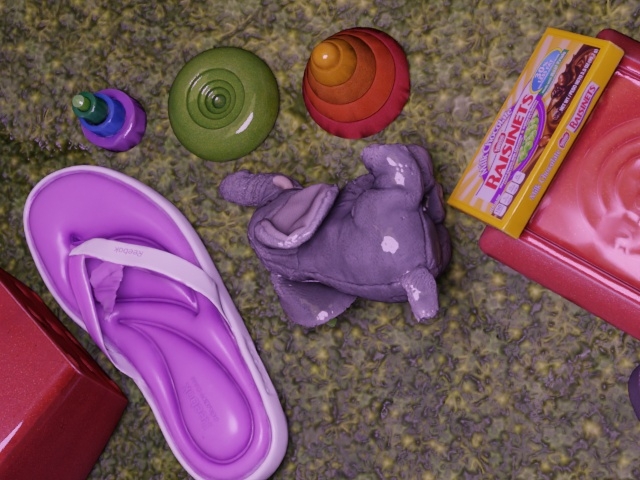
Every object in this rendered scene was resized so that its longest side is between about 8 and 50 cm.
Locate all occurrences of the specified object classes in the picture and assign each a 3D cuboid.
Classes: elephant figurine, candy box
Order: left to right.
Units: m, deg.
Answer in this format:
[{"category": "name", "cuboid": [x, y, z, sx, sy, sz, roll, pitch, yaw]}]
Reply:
[{"category": "elephant figurine", "cuboid": [0.000, 0.000, 1.297, 0.239, 0.186, 0.169, -11, 93, 16]}, {"category": "candy box", "cuboid": [0.207, -0.108, 1.281, 0.206, 0.027, 0.105, -60, 29, 1]}]

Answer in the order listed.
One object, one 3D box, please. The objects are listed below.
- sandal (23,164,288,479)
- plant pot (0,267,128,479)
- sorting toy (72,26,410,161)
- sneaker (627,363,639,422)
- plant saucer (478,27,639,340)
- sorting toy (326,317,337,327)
[{"category": "sandal", "cuboid": [-0.177, 0.073, 1.366, 0.169, 0.102, 0.416, -44, 72, 7]}, {"category": "plant pot", "cuboid": [-0.358, 0.166, 1.341, 0.236, 0.267, 0.267, -44, 72, -4]}, {"category": "sorting toy", "cuboid": [-0.097, -0.158, 1.363, 0.365, 0.126, 0.127, -8, 80, 16]}, {"category": "sneaker", "cuboid": [0.371, 0.196, 1.135, 0.090, 0.145, 0.270, -17, 67, -21]}, {"category": "plant saucer", "cuboid": [0.317, -0.045, 1.256, 0.259, 0.048, 0.258, 31, 92, 18]}, {"category": "sorting toy", "cuboid": [0.002, 0.047, 1.360, 0.062, 0.012, 0.083, -40, 72, 8]}]
